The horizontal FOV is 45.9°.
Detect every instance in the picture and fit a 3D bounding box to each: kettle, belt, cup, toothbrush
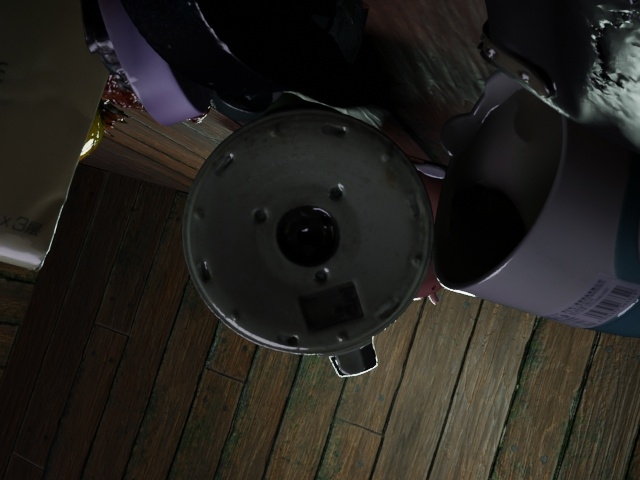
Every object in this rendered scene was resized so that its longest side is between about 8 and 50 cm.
[{"bbox_3d":[0.000,0.000,0.939,0.250,0.361,0.376,-21,-166,3],"label":"kettle"},{"bbox_3d":[-0.046,-0.176,0.502,0.078,0.151,0.198,5,167,38],"label":"belt"},{"bbox_3d":[0.244,-0.022,0.766,0.258,0.219,0.290,18,166,-16],"label":"cup"},{"bbox_3d":[0.070,-0.149,1.241,0.288,0.024,0.026,16,-170,6],"label":"toothbrush"}]

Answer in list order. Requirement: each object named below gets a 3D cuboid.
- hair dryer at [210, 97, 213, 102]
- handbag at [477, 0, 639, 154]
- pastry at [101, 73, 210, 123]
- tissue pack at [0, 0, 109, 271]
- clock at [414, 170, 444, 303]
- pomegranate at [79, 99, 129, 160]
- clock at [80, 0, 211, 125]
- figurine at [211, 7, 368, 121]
[{"bbox_3d":[-0.241,-0.239,1.161,0.182,0.064,0.117,10,175,-10],"label":"hair dryer"},{"bbox_3d":[0.185,-0.121,0.375,0.288,0.152,0.342,28,178,27],"label":"handbag"},{"bbox_3d":[-0.239,-0.224,1.014,0.209,0.097,0.115,17,-178,23],"label":"pastry"},{"bbox_3d":[-0.412,-0.182,0.688,0.405,0.331,0.205,19,177,-30],"label":"tissue pack"},{"bbox_3d":[0.153,-0.004,1.315,0.227,0.241,0.142,20,172,-23],"label":"clock"},{"bbox_3d":[-0.437,-0.218,1.228,0.235,0.210,0.210,-7,178,-6],"label":"pomegranate"},{"bbox_3d":[-0.139,-0.169,0.584,0.064,0.198,0.172,-15,155,4],"label":"clock"},{"bbox_3d":[-0.050,-0.181,0.674,0.147,0.126,0.192,29,157,-10],"label":"figurine"}]
